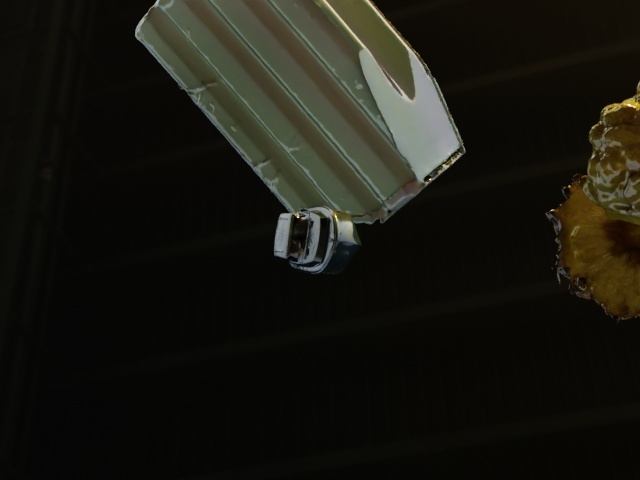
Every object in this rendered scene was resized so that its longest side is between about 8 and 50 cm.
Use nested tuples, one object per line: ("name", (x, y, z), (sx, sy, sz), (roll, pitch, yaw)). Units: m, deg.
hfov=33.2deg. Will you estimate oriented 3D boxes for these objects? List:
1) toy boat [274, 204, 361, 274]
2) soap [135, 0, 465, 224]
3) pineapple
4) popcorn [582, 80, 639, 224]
("toy boat", (0.000, 0.000, 0.851), (0.060, 0.141, 0.055), (9, -91, -12))
("soap", (-0.021, -0.222, 1.485), (0.446, 0.261, 0.156), (49, -143, 3))
("pineapple", (0.366, -0.001, 1.235), (0.224, 0.076, 0.225), (-2, -102, 10))
("popcorn", (0.355, -0.092, 1.076), (0.197, 0.197, 0.156), (-15, -99, 10))
